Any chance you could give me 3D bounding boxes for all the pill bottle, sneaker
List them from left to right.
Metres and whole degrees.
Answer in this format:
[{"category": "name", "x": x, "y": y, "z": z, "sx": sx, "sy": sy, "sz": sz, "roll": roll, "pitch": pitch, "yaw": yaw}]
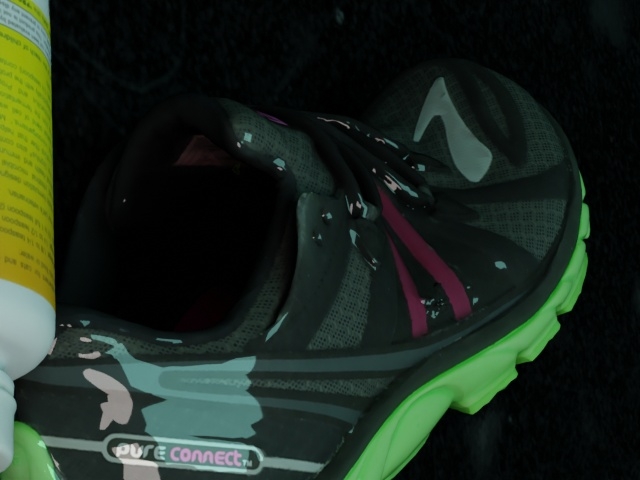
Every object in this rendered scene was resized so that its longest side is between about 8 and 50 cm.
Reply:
[{"category": "pill bottle", "x": -0.164, "y": -0.015, "z": 0.726, "sx": 0.117, "sy": 0.117, "sz": 0.215, "roll": 25, "pitch": 54, "yaw": -52}, {"category": "sneaker", "x": 0.000, "y": 0.000, "z": 0.934, "sx": 0.483, "sy": 0.185, "sz": 0.202, "roll": -46, "pitch": 123, "yaw": -53}]
